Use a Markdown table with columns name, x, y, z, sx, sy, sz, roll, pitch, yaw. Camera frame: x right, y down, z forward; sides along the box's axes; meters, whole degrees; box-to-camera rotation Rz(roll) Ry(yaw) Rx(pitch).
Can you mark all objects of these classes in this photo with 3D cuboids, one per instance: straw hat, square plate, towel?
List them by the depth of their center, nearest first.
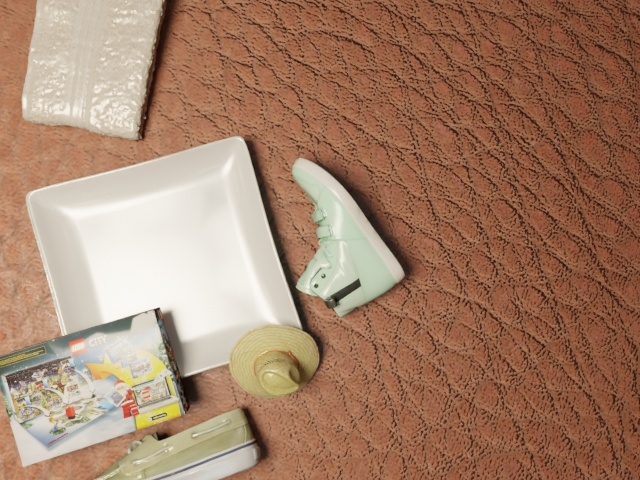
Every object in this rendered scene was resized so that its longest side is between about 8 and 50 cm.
| name | x | y | z | sx | sy | sz | roll | pitch | yaw |
| --- | --- | --- | --- | --- | --- | --- | --- | --- | --- |
| straw hat | -0.064 | 0.200 | 0.810 | 0.145 | 0.061 | 0.144 | -6 | 113 | -13 |
| square plate | -0.239 | 0.043 | 0.847 | 0.348 | 0.049 | 0.343 | -17 | 86 | -7 |
| towel | -0.354 | -0.310 | 0.858 | 0.187 | 0.049 | 0.282 | 10 | 90 | -4 |

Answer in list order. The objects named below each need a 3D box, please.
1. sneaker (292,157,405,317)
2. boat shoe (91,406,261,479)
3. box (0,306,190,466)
| name | x | y | z | sx | sy | sz | roll | pitch | yaw |
| --- | --- | --- | --- | --- | --- | --- | --- | --- | --- |
| sneaker | 0.000 | 0.000 | 0.852 | 0.151 | 0.094 | 0.255 | -37 | 88 | -5 |
| boat shoe | -0.243 | 0.335 | 0.802 | 0.303 | 0.109 | 0.094 | -14 | 70 | -15 |
| box | -0.326 | 0.206 | 0.778 | 0.233 | 0.044 | 0.159 | -17 | 88 | -5 |
